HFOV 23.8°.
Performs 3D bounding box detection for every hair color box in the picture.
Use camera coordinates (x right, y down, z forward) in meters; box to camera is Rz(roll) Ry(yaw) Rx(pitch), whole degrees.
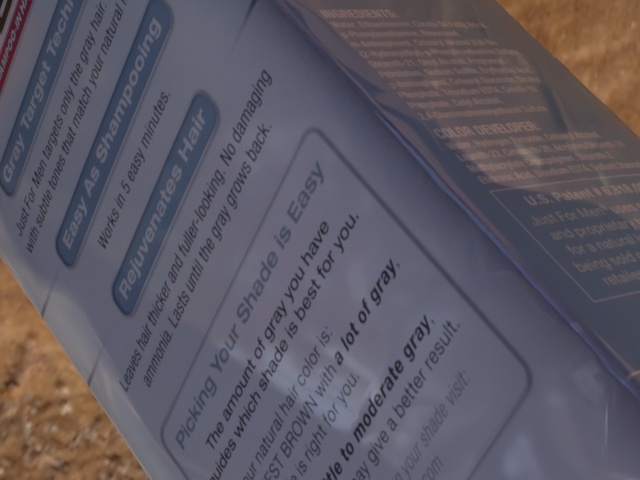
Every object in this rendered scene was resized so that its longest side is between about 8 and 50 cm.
[{"bbox_3d":[0.000,0.000,0.540,0.374,0.113,0.185,50,129,30],"label":"hair color box"}]
